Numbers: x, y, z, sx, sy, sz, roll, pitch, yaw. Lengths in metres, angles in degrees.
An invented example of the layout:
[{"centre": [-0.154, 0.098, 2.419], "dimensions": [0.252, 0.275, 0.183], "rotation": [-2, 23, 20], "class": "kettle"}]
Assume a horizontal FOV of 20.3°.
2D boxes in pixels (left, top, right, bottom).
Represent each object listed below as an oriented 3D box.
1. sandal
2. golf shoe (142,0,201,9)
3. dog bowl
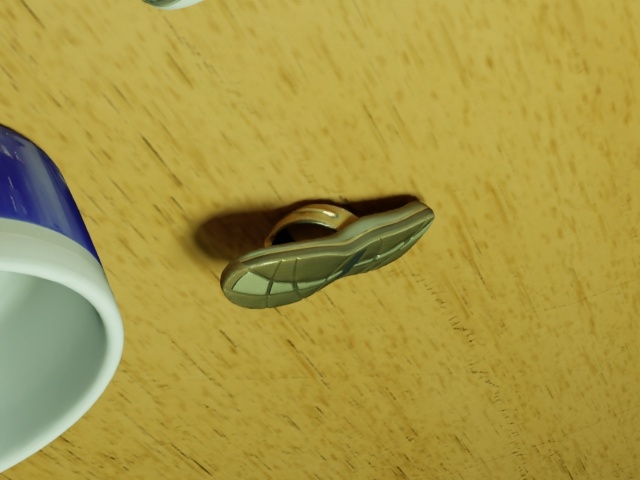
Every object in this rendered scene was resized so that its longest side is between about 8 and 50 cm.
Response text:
[{"centre": [0.000, 0.000, 1.172], "dimensions": [0.180, 0.049, 0.072], "rotation": [-20, 160, -40], "class": "sandal"}, {"centre": [-0.009, -0.165, 0.867], "dimensions": [0.186, 0.067, 0.086], "rotation": [-33, 151, 14], "class": "golf shoe"}, {"centre": [-0.250, 0.049, 0.997], "dimensions": [0.265, 0.104, 0.265], "rotation": [-18, 151, -11], "class": "dog bowl"}]
